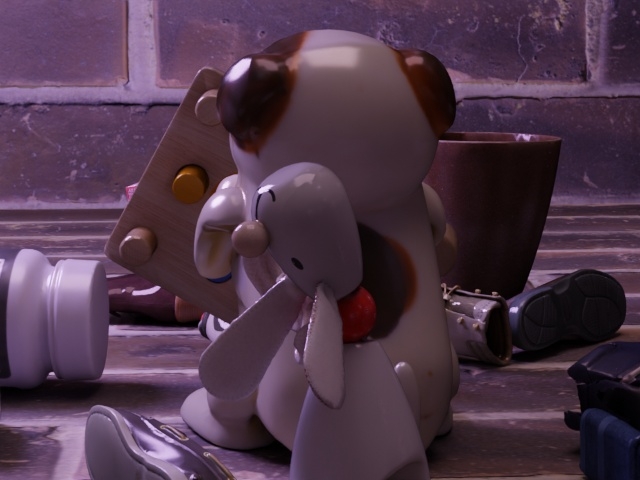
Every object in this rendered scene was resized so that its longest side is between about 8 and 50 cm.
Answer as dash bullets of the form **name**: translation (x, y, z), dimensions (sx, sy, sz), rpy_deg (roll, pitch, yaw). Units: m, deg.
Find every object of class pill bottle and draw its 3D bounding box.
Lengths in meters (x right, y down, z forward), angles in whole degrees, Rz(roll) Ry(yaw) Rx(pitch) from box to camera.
- **pill bottle**: translation (-0.389, 0.088, 1.922), dimensions (0.283, 0.161, 0.161), rpy_deg (0, 8, 3)

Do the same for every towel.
- **towel**: translation (0.264, 0.191, 1.504), dimensions (0.029, 0.067, 0.119), rpy_deg (-4, 8, -13)

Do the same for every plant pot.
- **plant pot**: translation (0.202, -0.021, 2.203), dimensions (0.215, 0.230, 0.215), rpy_deg (1, 6, 0)

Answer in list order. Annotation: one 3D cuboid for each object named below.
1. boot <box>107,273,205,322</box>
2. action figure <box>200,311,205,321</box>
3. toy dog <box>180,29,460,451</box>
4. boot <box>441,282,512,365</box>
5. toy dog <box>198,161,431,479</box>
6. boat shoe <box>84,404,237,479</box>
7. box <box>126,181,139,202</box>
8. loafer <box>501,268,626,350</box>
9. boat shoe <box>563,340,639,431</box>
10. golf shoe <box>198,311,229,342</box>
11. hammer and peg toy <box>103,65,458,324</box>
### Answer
- **boot**: translation (-0.218, 0.057, 2.419), dimensions (0.207, 0.090, 0.248), rpy_deg (3, 11, 4)
- **action figure**: translation (-0.062, 0.059, 2.268), dimensions (0.091, 0.139, 0.280), rpy_deg (5, 11, 39)
- **toy dog**: translation (0.000, 0.000, 1.651), dimensions (0.284, 0.408, 0.395), rpy_deg (-1, 7, -3)
- **boot**: translation (0.136, 0.065, 2.039), dimensions (0.165, 0.213, 0.077), rpy_deg (9, 51, 38)
- **toy dog**: translation (-0.013, 0.129, 1.242), dimensions (0.161, 0.333, 0.220), rpy_deg (-23, -8, -27)
- **boat shoe**: translation (-0.137, 0.197, 1.441), dimensions (0.069, 0.081, 0.228), rpy_deg (-1, 14, -28)
- **box**: translation (-0.125, -0.042, 2.367), dimensions (0.257, 0.122, 0.128), rpy_deg (-6, 10, 22)
- **loafer**: translation (0.296, 0.088, 2.176), dimensions (0.084, 0.096, 0.267), rpy_deg (-4, 1, 39)
- **boat shoe**: translation (0.384, 0.133, 1.696), dimensions (0.158, 0.127, 0.340), rpy_deg (16, 17, 39)
- **golf shoe**: translation (-0.014, 0.104, 2.134), dimensions (0.273, 0.105, 0.120), rpy_deg (-8, 26, -17)
- **hammer and peg toy**: translation (-0.037, -0.001, 1.925), dimensions (0.361, 0.266, 0.127), rpy_deg (30, 13, -4)
